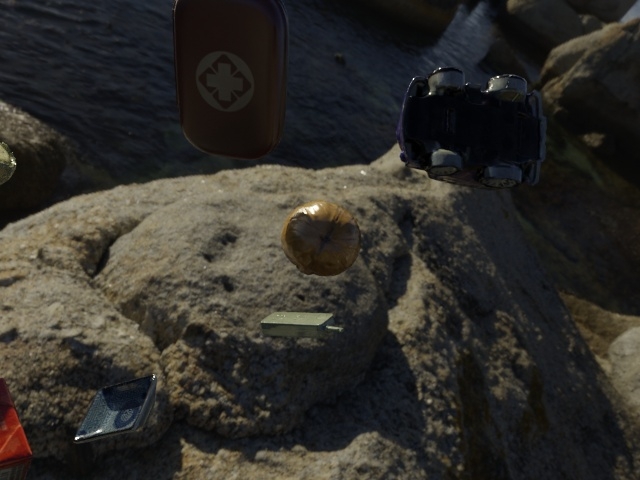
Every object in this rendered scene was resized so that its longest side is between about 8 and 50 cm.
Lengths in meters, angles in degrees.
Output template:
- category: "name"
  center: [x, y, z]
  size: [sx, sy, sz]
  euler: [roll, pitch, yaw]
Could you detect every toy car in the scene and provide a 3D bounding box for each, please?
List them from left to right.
- category: "toy car"
  center: [0.229, -0.164, 0.881]
  size: [0.235, 0.158, 0.172]
  euler: [8, 78, -10]

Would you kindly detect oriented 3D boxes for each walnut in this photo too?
- category: "walnut"
  center: [0.000, 0.000, 1.334]
  size: [0.195, 0.221, 0.195]
  euler: [2, 81, -14]

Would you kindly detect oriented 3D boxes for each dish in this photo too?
- category: "dish"
  center: [-0.573, 0.503, 1.578]
  size: [0.080, 0.243, 0.182]
  euler: [56, 28, -33]

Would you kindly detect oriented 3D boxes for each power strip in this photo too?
- category: "power strip"
  center: [-0.051, 0.264, 1.693]
  size: [0.093, 0.288, 0.053]
  euler: [-28, 111, -57]

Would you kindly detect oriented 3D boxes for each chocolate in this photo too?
- category: "chocolate"
  center: [-0.838, 0.516, 1.397]
  size: [0.108, 0.237, 0.235]
  euler: [-12, 59, -45]

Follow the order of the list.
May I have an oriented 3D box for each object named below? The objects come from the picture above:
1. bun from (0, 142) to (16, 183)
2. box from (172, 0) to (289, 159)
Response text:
- category: "bun"
  center: [-1.088, -0.263, 1.688]
  size: [0.259, 0.152, 0.259]
  euler: [45, 1, -1]
- category: "box"
  center: [-0.200, -0.372, 1.221]
  size: [0.263, 0.404, 0.108]
  euler: [9, 32, 6]
